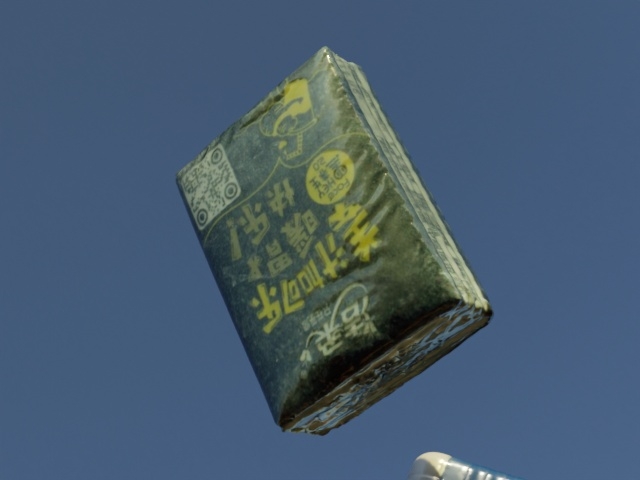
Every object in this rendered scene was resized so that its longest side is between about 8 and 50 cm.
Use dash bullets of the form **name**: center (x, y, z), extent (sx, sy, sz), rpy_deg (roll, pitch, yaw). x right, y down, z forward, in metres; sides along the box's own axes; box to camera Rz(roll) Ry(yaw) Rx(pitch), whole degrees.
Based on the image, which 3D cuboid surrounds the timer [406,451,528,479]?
- **timer**: center (0.166, 0.292, 1.054), extent (0.078, 0.178, 0.253), rpy_deg (-60, -30, -31)

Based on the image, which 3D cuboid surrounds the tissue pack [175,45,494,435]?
- **tissue pack**: center (0.000, 0.000, 0.959), extent (0.185, 0.257, 0.081), rpy_deg (-38, -30, 23)
